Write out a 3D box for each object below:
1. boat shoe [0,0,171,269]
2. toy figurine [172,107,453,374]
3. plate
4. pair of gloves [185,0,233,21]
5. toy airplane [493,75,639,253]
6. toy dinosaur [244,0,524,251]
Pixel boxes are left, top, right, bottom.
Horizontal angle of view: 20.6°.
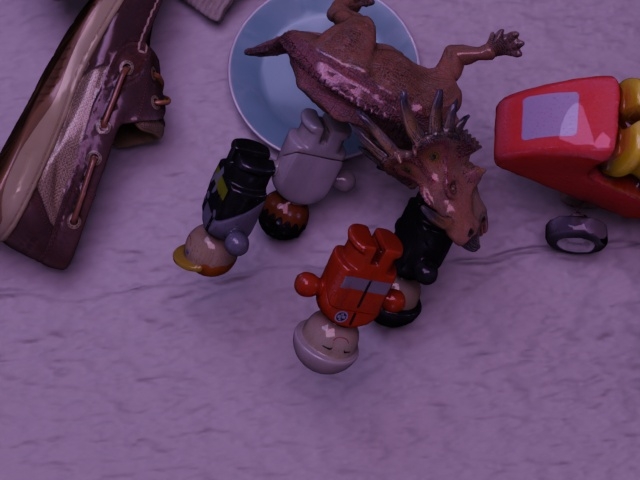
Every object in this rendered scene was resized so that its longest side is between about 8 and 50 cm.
[{"bbox_3d":[-0.204,-0.131,1.669,0.123,0.123,0.342,30,70,-15],"label":"boat shoe"},{"bbox_3d":[0.000,0.000,1.574,0.209,0.148,0.213,33,31,14],"label":"toy figurine"},{"bbox_3d":[0.004,-0.163,1.716,0.188,0.024,0.188,0,72,0],"label":"plate"},{"bbox_3d":[-0.123,-0.359,1.720,0.240,0.042,0.204,47,109,15],"label":"pair of gloves"},{"bbox_3d":[0.400,-0.079,1.562,0.384,0.272,0.386,-36,75,-13],"label":"toy airplane"},{"bbox_3d":[0.047,-0.130,1.552,0.296,0.127,0.200,26,36,14],"label":"toy dinosaur"}]
